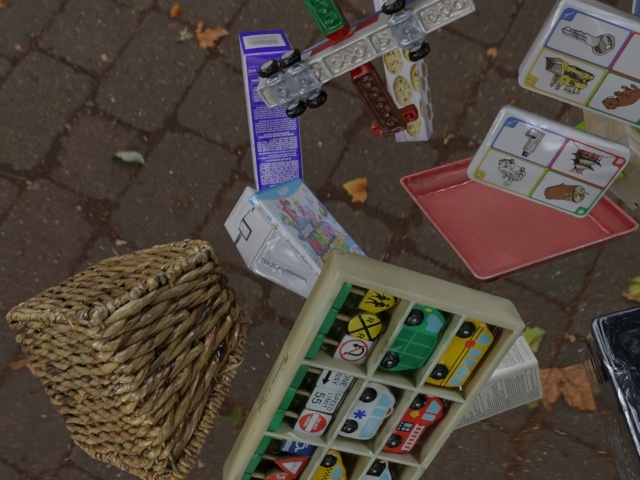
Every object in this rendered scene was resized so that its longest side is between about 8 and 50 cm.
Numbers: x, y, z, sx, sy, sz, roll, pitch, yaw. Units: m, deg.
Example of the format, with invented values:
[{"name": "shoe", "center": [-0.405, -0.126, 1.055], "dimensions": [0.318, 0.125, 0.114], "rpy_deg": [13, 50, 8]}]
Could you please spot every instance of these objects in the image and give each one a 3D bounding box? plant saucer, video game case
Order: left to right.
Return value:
[{"name": "video game case", "center": [0.000, 0.000, 0.823], "dimensions": [0.166, 0.119, 0.015], "rpy_deg": [49, 117, 5]}, {"name": "plant saucer", "center": [0.289, -0.043, 1.067], "dimensions": [0.259, 0.047, 0.258], "rpy_deg": [-17, 42, -12]}]

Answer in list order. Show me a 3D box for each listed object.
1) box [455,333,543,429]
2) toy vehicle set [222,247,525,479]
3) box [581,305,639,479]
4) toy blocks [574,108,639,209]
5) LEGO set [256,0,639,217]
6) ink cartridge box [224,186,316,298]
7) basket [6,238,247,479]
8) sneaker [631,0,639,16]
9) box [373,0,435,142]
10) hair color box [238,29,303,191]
[{"name": "box", "center": [0.327, 0.283, 1.470], "dimensions": [0.232, 0.148, 0.126], "rpy_deg": [-21, 45, 3]}, {"name": "toy vehicle set", "center": [0.035, 0.141, 0.609], "dimensions": [0.166, 0.266, 0.035], "rpy_deg": [16, 30, -17]}, {"name": "box", "center": [0.363, 0.195, 0.570], "dimensions": [0.212, 0.395, 0.293], "rpy_deg": [-18, 72, 15]}, {"name": "toy blocks", "center": [0.716, -0.191, 1.574], "dimensions": [0.261, 0.191, 0.381], "rpy_deg": [36, 42, -19]}, {"name": "LEGO set", "center": [0.067, -0.124, 0.357], "dimensions": [0.244, 0.182, 0.060], "rpy_deg": [17, 41, -5]}, {"name": "ink cartridge box", "center": [-0.056, 0.005, 1.128], "dimensions": [0.148, 0.203, 0.085], "rpy_deg": [28, 99, -26]}, {"name": "basket", "center": [-0.215, 0.137, 0.887], "dimensions": [0.213, 0.299, 0.223], "rpy_deg": [-33, 106, -37]}, {"name": "sneaker", "center": [0.431, -0.290, 0.727], "dimensions": [0.127, 0.315, 0.182], "rpy_deg": [-50, 45, -10]}, {"name": "box", "center": [0.148, -0.336, 1.258], "dimensions": [0.067, 0.063, 0.323], "rpy_deg": [0, 117, 24]}, {"name": "hair color box", "center": [-0.101, -0.253, 1.491], "dimensions": [0.110, 0.338, 0.185], "rpy_deg": [-5, 30, -7]}]
